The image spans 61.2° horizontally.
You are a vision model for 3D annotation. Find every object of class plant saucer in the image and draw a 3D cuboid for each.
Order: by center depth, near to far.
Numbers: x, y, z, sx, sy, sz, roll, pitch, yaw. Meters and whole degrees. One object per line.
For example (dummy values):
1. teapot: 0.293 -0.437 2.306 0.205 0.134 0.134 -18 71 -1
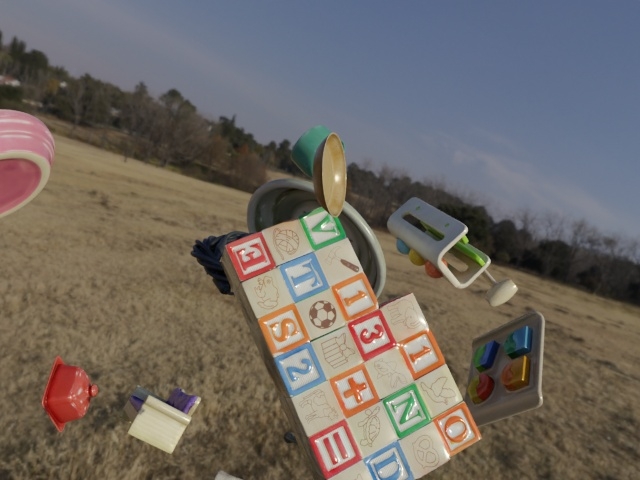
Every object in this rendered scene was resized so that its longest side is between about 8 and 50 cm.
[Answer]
1. plant saucer: 0.008 -0.065 0.539 0.015 0.084 0.083 0 0 18
2. plant saucer: -0.723 -0.137 1.162 0.084 0.332 0.332 52 13 10
3. plant saucer: 0.000 0.000 1.362 0.400 0.401 0.100 20 46 26

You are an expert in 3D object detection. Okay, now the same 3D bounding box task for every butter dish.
1. butter dish: -0.674 0.417 1.485 0.118 0.160 0.160 -4 42 -4

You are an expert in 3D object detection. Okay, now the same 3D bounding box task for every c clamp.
1. c clamp: -0.026 0.421 1.110 0.137 0.022 0.161 16 -20 24

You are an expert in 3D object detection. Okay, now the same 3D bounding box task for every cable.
1. cable: -0.099 0.032 0.799 0.150 0.047 0.184 30 27 33

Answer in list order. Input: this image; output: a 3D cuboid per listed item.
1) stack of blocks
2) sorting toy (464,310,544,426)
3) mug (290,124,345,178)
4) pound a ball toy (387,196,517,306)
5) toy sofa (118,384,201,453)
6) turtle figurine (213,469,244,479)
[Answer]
1. stack of blocks: 0.026 0.116 0.602 0.171 0.297 0.087 -23 -9 -18
2. sorting toy: 0.359 0.253 1.079 0.038 0.193 0.208 34 46 -14
3. mug: 0.009 -0.238 1.461 0.097 0.157 0.129 48 -12 19
4. pound a ball toy: 0.308 0.043 1.345 0.208 0.135 0.319 47 1 -28
5. toy sofa: -0.516 0.531 1.710 0.150 0.177 0.362 33 -20 -15
6. turtle figurine: -0.045 0.446 0.739 0.266 0.275 0.198 15 -27 5
